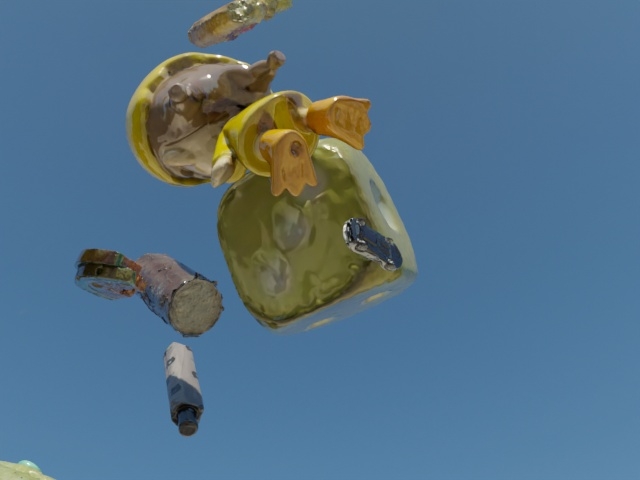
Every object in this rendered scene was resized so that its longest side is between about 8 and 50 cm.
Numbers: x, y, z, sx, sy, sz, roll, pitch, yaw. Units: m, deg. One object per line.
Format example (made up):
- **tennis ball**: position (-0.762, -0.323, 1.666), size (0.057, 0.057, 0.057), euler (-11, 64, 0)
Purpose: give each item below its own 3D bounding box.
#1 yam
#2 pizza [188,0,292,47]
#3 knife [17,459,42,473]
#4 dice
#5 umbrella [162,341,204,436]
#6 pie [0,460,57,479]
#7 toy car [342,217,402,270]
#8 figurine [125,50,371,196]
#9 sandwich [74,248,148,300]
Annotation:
- **yam**: position (-0.313, 0.106, 1.172), size (0.131, 0.280, 0.131), euler (-10, -73, -33)
- **pizza**: position (-0.151, -0.521, 1.245), size (0.288, 0.280, 0.075), euler (-32, -67, -15)
- **knife**: position (-0.619, 0.564, 1.218), size (0.063, 0.034, 0.260), euler (16, -47, 12)
- **dice**: position (0.000, 0.000, 0.851), size (0.233, 0.238, 0.227), euler (-26, -15, 17)
- **umbrella**: position (-0.319, 0.337, 1.268), size (0.073, 0.337, 0.067), euler (12, -77, -23)
- **pie**: position (-0.219, 0.264, 0.311), size (0.277, 0.277, 0.078), euler (-19, -38, 9)
- **toy car**: position (0.063, 0.008, 0.656), size (0.025, 0.041, 0.093), euler (-30, -49, 35)
- **figurine**: position (-0.106, -0.146, 0.707), size (0.215, 0.344, 0.187), euler (-24, -61, -38)
- **sandwich**: position (-0.208, 0.037, 0.540), size (0.067, 0.029, 0.135), euler (18, -21, -11)
